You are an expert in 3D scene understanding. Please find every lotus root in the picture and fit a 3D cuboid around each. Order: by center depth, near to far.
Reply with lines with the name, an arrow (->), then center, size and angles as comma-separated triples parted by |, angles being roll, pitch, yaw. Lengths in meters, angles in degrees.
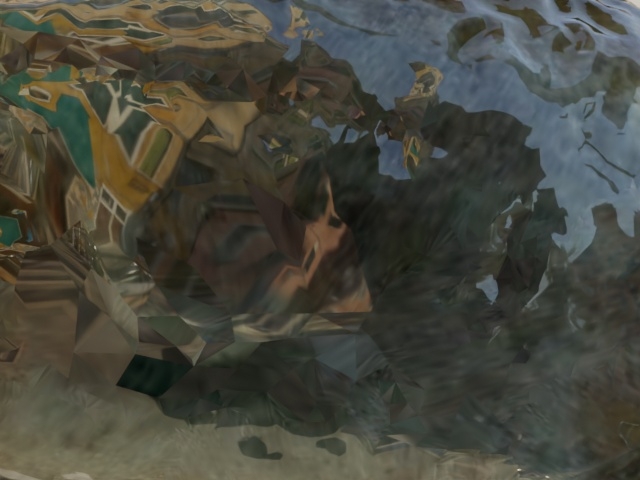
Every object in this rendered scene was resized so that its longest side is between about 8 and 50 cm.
lotus root -> 0.000, -0.001, 0.406 | 0.349, 0.175, 0.175 | 13, -2, -8
